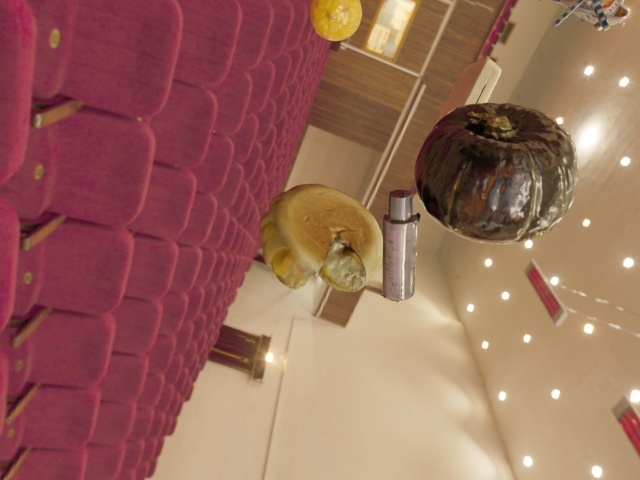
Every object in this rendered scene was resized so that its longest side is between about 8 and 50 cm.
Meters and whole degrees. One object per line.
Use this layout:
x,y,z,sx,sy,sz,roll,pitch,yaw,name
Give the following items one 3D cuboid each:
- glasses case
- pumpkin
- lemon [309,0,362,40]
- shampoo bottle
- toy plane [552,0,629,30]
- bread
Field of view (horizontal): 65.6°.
0.458,-0.425,1.593,0.313,0.070,0.131,-63,-161,-7,glasses case
0.350,-0.135,1.008,0.323,0.323,0.241,-77,170,-46,pumpkin
0.033,-0.491,1.071,0.155,0.114,0.114,-80,-168,-61,lemon
0.152,0.010,0.946,0.072,0.072,0.214,-84,173,-65,shampoo bottle
0.601,-0.562,1.191,0.273,0.107,0.182,22,-97,48,toy plane
0.000,0.000,1.241,0.160,0.333,0.333,-48,-160,44,bread
